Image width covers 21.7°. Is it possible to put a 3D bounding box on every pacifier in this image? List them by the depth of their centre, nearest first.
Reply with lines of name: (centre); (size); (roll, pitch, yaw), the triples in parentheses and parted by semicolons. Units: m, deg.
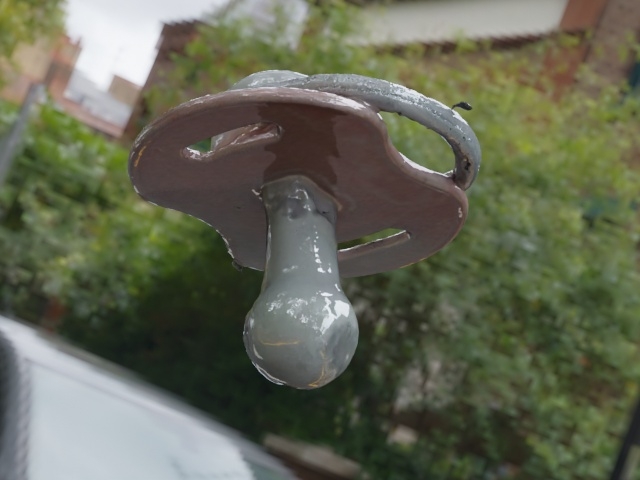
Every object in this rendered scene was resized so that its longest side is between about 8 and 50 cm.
pacifier: (-0.014, -0.022, 1.417); (0.220, 0.273, 0.332); (25, -8, 40)
